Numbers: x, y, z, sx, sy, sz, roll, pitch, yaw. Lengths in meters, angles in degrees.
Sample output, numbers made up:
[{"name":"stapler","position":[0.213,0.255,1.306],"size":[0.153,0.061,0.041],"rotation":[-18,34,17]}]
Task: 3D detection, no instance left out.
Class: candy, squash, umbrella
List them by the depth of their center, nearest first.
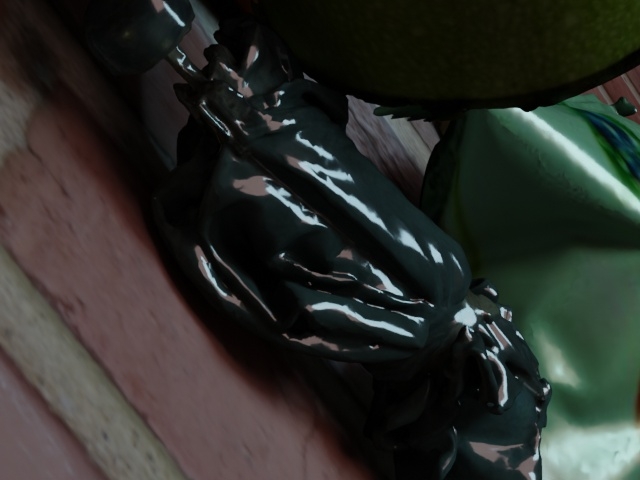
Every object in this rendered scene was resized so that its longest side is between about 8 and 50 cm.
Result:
[{"name":"squash","position":[0.048,-0.269,0.940],"size":[0.384,0.263,0.263],"rotation":[74,3,-45]},{"name":"umbrella","position":[-0.002,-0.001,0.985],"size":[0.349,0.094,0.143],"rotation":[46,27,-33]},{"name":"candy","position":[0.165,0.086,1.271],"size":[0.263,0.172,0.397],"rotation":[2,79,-58]}]

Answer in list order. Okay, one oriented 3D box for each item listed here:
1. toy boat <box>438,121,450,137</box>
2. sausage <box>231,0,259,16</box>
[{"name":"toy boat","position":[0.165,-0.038,1.548],"size":[0.206,0.072,0.064],"rotation":[57,16,-11]},{"name":"sausage","position":[-0.032,-0.212,1.197],"size":[0.258,0.133,0.133],"rotation":[50,20,-32]}]
